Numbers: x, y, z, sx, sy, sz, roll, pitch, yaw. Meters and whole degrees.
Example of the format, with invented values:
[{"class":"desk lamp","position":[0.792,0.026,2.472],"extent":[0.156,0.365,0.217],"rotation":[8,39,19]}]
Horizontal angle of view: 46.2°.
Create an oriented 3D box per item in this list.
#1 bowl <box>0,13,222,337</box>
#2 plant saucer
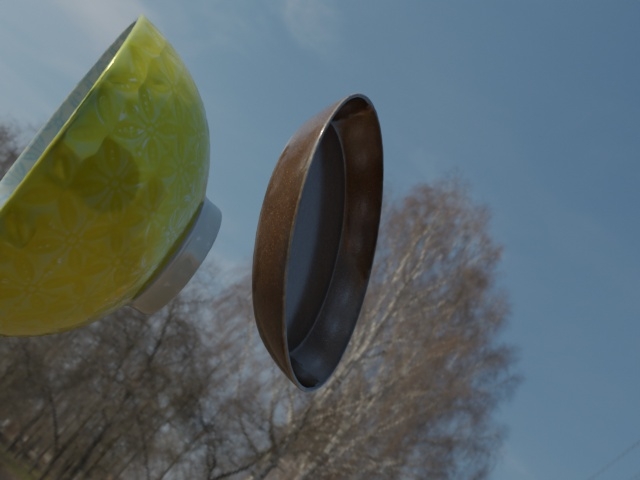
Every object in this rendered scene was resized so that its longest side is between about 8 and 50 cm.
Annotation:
[{"class":"bowl","position":[-0.178,-0.026,0.631],"extent":[0.156,0.289,0.289],"rotation":[37,-22,-23]},{"class":"plant saucer","position":[0.000,0.000,0.425],"extent":[0.029,0.168,0.168],"rotation":[10,-34,17]}]
